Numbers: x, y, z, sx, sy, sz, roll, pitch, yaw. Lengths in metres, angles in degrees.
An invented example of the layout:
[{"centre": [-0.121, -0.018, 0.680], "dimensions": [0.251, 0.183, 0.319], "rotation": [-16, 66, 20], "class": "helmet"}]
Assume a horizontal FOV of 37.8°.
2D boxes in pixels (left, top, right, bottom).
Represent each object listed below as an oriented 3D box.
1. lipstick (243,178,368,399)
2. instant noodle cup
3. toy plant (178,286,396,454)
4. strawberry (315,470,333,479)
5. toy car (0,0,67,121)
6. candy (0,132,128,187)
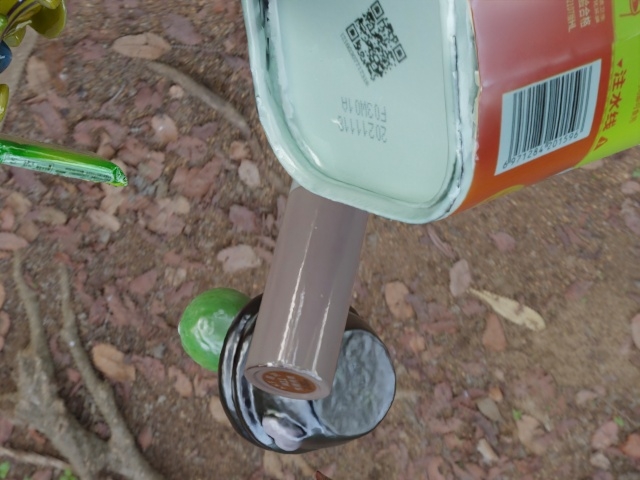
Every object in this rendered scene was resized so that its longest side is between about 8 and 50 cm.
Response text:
[{"centre": [0.000, 0.000, 0.769], "dimensions": [0.070, 0.070, 0.254], "rotation": [16, 62, -6], "class": "lipstick"}, {"centre": [0.125, -0.161, 0.654], "dimensions": [0.308, 0.294, 0.293], "rotation": [-25, 109, -35], "class": "instant noodle cup"}, {"centre": [-0.037, 0.136, 0.985], "dimensions": [0.218, 0.235, 0.175], "rotation": [50, 64, -32], "class": "toy plant"}, {"centre": [0.028, 0.352, 0.604], "dimensions": [0.295, 0.345, 0.317], "rotation": [-1, 150, 31], "class": "strawberry"}, {"centre": [-0.286, -0.207, 0.787], "dimensions": [0.142, 0.200, 0.247], "rotation": [29, 73, -28], "class": "toy car"}, {"centre": [-0.315, -0.096, 1.055], "dimensions": [0.178, 0.102, 0.032], "rotation": [11, 97, -40], "class": "candy"}]
